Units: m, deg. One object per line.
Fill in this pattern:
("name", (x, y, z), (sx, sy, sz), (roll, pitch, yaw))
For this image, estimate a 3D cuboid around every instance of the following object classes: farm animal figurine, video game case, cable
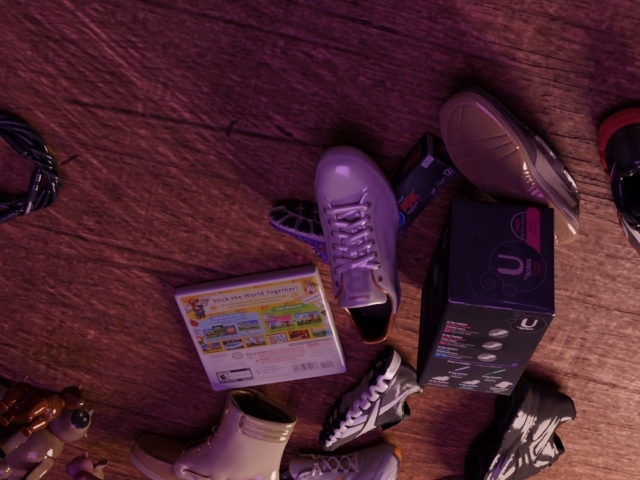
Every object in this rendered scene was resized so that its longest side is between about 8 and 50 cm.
("farm animal figurine", (-0.442, 0.353, 1.786), (0.326, 0.172, 0.330), (-8, 113, 32))
("video game case", (-0.090, 0.140, 1.694), (0.226, 0.026, 0.206), (-9, 124, 12))
("cable", (-0.452, -0.108, 1.529), (0.150, 0.047, 0.185), (-12, 123, 12))

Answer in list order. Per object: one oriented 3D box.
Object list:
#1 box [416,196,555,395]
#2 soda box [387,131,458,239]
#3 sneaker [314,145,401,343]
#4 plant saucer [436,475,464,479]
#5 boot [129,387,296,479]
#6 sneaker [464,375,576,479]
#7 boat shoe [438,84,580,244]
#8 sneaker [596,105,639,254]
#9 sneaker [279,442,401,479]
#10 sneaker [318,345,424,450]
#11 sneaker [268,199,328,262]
("box", (0.224, 0.083, 1.494), (0.143, 0.165, 0.270), (7, 150, 0))
("soda box", (0.120, -0.067, 1.509), (0.053, 0.060, 0.169), (30, 122, -17))
("sneaker", (0.059, 0.014, 1.459), (0.105, 0.123, 0.290), (-9, 123, 13))
("plant saucer", (0.250, 0.483, 1.912), (0.168, 0.029, 0.169), (2, 125, 3))
("boot", (-0.179, 0.327, 1.794), (0.261, 0.095, 0.204), (20, 117, 9))
("sneaker", (0.323, 0.350, 1.768), (0.130, 0.109, 0.286), (14, 127, -11))
("boat shoe", (0.260, -0.110, 1.449), (0.102, 0.092, 0.285), (-18, 128, 43))
("sneaker", (0.449, -0.041, 1.458), (0.097, 0.135, 0.276), (-20, 123, 15))
("sneaker", (0.013, 0.401, 1.832), (0.262, 0.099, 0.121), (-33, 113, 23))
("sneaker", (0.087, 0.276, 1.745), (0.106, 0.078, 0.234), (30, 120, -13))
("sneaker", (0.000, 0.000, 1.563), (0.169, 0.068, 0.071), (22, 130, -12))
